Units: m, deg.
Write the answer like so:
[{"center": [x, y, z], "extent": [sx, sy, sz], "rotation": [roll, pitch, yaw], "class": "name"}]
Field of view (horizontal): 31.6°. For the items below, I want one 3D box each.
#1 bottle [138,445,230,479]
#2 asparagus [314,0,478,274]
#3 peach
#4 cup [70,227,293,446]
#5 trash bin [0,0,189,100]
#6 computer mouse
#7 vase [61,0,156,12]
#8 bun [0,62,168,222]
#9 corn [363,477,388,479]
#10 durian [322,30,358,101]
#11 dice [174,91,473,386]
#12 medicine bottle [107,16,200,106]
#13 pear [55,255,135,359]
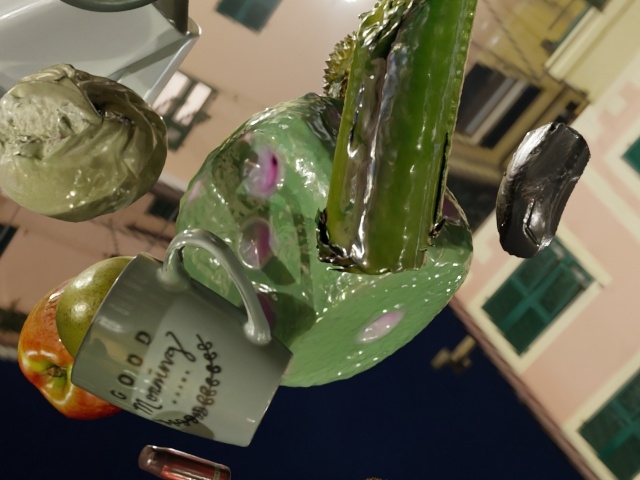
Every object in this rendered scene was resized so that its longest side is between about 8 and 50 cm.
[{"center": [-0.245, 0.408, 2.018], "extent": [0.164, 0.060, 0.060], "rotation": [24, -151, -27], "class": "bottle"}, {"center": [0.084, -0.151, 1.123], "extent": [0.128, 0.382, 0.108], "rotation": [13, -171, 17], "class": "asparagus"}, {"center": [-0.385, 0.168, 2.013], "extent": [0.248, 0.245, 0.274], "rotation": [38, -140, 4], "class": "peach"}, {"center": [-0.150, 0.116, 1.394], "extent": [0.234, 0.258, 0.186], "rotation": [25, -155, 2], "class": "cup"}, {"center": [-0.392, -0.339, 1.701], "extent": [0.256, 0.368, 0.296], "rotation": [47, -146, -49], "class": "trash bin"}, {"center": [0.327, -0.081, 1.729], "extent": [0.073, 0.217, 0.122], "rotation": [28, 175, -36], "class": "computer mouse"}, {"center": [-0.223, -0.361, 1.040], "extent": [0.173, 0.173, 0.321], "rotation": [16, -148, -39], "class": "vase"}, {"center": [-0.304, -0.133, 1.422], "extent": [0.210, 0.116, 0.237], "rotation": [44, -133, 11], "class": "bun"}, {"center": [0.041, 0.416, 1.247], "extent": [0.106, 0.305, 0.106], "rotation": [10, 176, 1], "class": "corn"}, {"center": [0.114, -0.279, 1.807], "extent": [0.237, 0.193, 0.137], "rotation": [-3, -103, -53], "class": "durian"}, {"center": [0.000, 0.000, 1.644], "extent": [0.318, 0.322, 0.330], "rotation": [5, -134, -54], "class": "dice"}, {"center": [-0.329, -0.269, 1.938], "extent": [0.111, 0.296, 0.161], "rotation": [32, -163, -18], "class": "medicine bottle"}, {"center": [-0.282, 0.115, 1.618], "extent": [0.198, 0.198, 0.198], "rotation": [30, -154, -17], "class": "pear"}]
